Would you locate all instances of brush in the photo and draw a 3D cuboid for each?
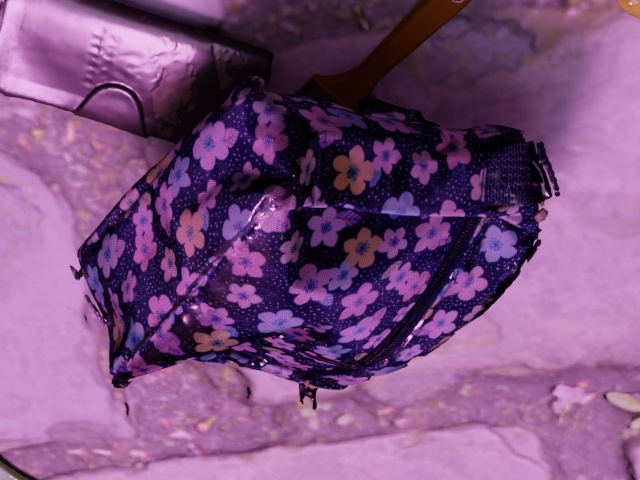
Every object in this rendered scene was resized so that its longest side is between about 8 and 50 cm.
[{"bbox_3d":[0.027,-0.092,0.864,0.043,0.014,0.170,37,122,-20],"label":"brush"}]

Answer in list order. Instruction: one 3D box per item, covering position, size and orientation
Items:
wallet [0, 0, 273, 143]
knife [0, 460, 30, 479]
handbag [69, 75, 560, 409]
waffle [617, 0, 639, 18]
[{"bbox_3d":[-0.109,-0.097,0.878,0.156,0.018,0.082,19,126,-6],"label":"wallet"},{"bbox_3d":[-0.202,0.180,1.086,0.166,0.023,0.078,34,130,-14],"label":"knife"},{"bbox_3d":[0.000,0.000,0.844,0.207,0.127,0.229,5,145,-36],"label":"handbag"},{"bbox_3d":[0.224,-0.202,0.719,0.262,0.060,0.280,31,132,-21],"label":"waffle"}]
